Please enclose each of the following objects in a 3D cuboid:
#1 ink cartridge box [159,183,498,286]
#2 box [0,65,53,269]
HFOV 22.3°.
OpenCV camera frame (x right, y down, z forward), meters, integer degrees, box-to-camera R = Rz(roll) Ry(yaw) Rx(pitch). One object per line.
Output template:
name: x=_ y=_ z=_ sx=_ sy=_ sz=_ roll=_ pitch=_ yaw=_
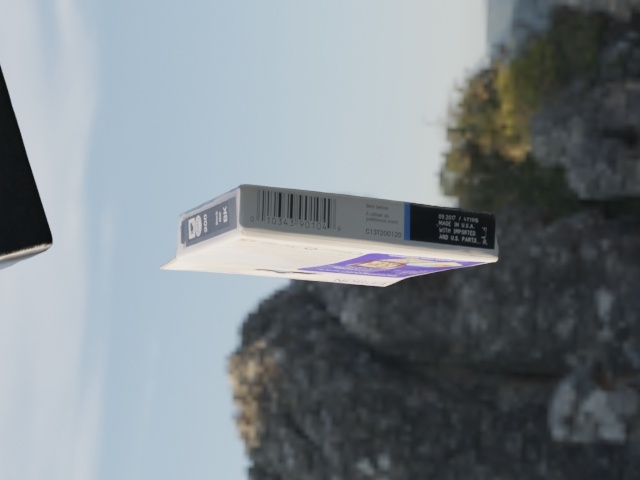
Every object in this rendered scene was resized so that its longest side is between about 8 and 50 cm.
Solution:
ink cartridge box: x=0.000 y=0.000 z=1.259 sx=0.208 sy=0.206 sz=0.045 roll=160 pitch=113 yaw=-66
box: x=-0.366 y=-0.076 z=0.899 sx=0.212 sy=0.395 sz=0.293 roll=-16 pitch=-91 yaw=-40
